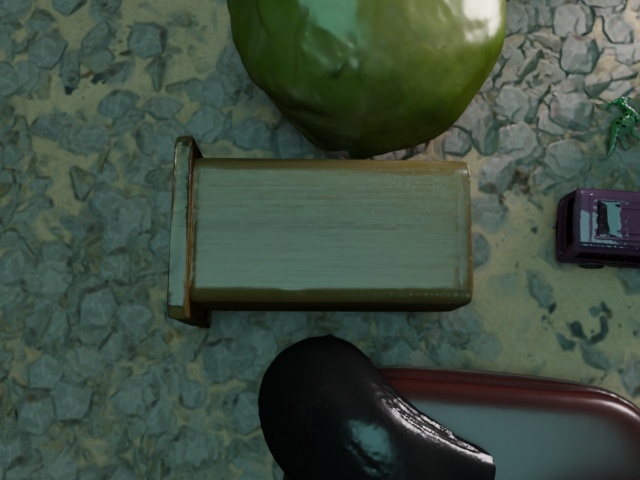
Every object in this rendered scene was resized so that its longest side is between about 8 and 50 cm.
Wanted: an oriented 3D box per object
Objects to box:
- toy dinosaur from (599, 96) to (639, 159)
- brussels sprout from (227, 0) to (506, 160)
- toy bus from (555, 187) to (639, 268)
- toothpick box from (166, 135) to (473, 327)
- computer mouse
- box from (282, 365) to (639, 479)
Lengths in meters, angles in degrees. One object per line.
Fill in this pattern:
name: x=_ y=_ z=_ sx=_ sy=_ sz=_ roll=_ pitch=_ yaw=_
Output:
toy dinosaur: x=0.359 y=-0.139 z=0.852 sx=0.083 sy=0.021 sz=0.062 roll=-26 pitch=71 yaw=-5
brussels sprout: x=0.044 y=-0.249 z=0.790 sx=0.327 sy=0.247 sz=0.328 roll=4 pitch=72 yaw=-12
toy bus: x=0.361 y=-0.010 z=0.787 sx=0.178 sy=0.098 sz=0.087 roll=4 pitch=79 yaw=5
toothpick box: x=0.000 y=0.000 z=0.779 sx=0.307 sy=0.190 sz=0.188 roll=1 pitch=79 yaw=0
computer mouse: x=0.046 y=0.204 z=0.672 sx=0.264 sy=0.088 sz=0.147 roll=36 pitch=87 yaw=9
box: x=0.160 y=0.269 z=0.743 sx=0.403 sy=0.108 sz=0.263 roll=4 pitch=80 yaw=6
